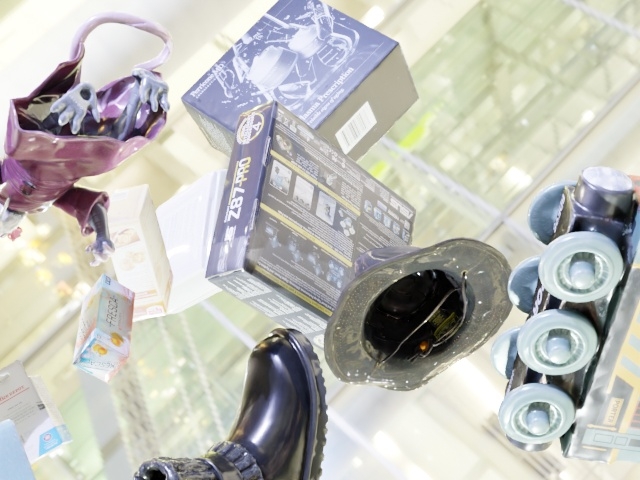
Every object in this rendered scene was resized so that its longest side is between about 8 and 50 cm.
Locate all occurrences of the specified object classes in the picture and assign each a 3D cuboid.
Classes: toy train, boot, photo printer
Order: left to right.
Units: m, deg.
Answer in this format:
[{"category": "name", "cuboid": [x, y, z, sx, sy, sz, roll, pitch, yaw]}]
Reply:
[{"category": "photo printer", "cuboid": [-0.280, 0.013, 2.376, 0.107, 0.256, 0.307, 22, -31, -31]}, {"category": "boot", "cuboid": [-0.127, 0.281, 1.478, 0.260, 0.348, 0.131, 9, -14, -37]}, {"category": "toy train", "cuboid": [0.284, 0.081, 1.104, 0.142, 0.190, 0.334, -86, -176, -59]}]

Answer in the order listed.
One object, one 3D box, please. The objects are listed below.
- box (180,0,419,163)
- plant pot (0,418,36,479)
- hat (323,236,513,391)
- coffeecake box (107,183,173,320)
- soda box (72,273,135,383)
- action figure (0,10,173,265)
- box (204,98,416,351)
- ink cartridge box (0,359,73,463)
[{"category": "box", "cuboid": [-0.041, -0.286, 2.221, 0.312, 0.343, 0.179, 34, -15, 34]}, {"category": "plant pot", "cuboid": [-0.461, 0.390, 1.318, 0.247, 0.252, 0.248, 66, -30, 11]}, {"category": "hat", "cuboid": [0.130, 0.081, 1.687, 0.134, 0.331, 0.331, 58, -1, 41]}, {"category": "coffeecake box", "cuboid": [-0.307, 0.020, 1.883, 0.142, 0.068, 0.185, -96, 174, -65]}, {"category": "soda box", "cuboid": [-0.318, 0.128, 1.641, 0.063, 0.058, 0.183, 34, 19, -21]}, {"category": "action figure", "cuboid": [-0.374, -0.117, 1.466, 0.248, 0.276, 0.370, 19, -34, -30]}, {"category": "box", "cuboid": [0.000, 0.000, 1.861, 0.097, 0.318, 0.395, -17, -37, 37]}, {"category": "ink cartridge box", "cuboid": [-0.556, 0.323, 2.088, 0.180, 0.104, 0.060, 61, 5, 8]}]
